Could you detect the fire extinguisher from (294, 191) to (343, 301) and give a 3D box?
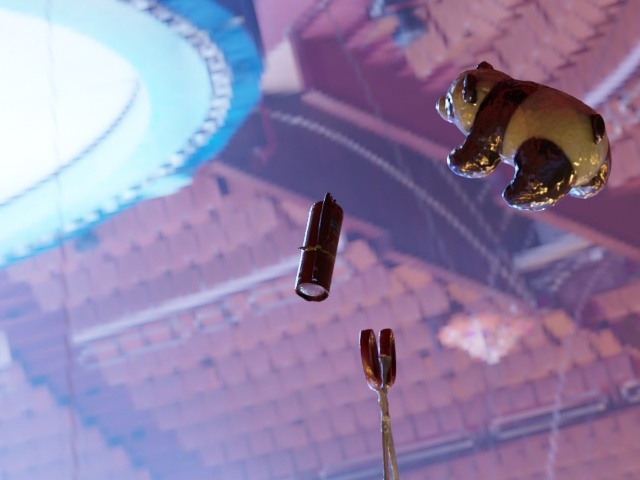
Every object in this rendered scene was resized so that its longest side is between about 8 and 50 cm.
[{"bbox_3d":[0.000,0.000,1.689,0.039,0.132,0.056,7,146,7],"label":"fire extinguisher"}]

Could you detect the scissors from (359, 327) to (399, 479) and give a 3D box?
[{"bbox_3d":[0.085,0.239,2.117,0.017,0.248,0.144,-6,176,17],"label":"scissors"}]

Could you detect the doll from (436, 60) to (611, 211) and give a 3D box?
[{"bbox_3d":[0.247,-0.130,1.966,0.143,0.135,0.234,-16,-144,-43],"label":"doll"}]
